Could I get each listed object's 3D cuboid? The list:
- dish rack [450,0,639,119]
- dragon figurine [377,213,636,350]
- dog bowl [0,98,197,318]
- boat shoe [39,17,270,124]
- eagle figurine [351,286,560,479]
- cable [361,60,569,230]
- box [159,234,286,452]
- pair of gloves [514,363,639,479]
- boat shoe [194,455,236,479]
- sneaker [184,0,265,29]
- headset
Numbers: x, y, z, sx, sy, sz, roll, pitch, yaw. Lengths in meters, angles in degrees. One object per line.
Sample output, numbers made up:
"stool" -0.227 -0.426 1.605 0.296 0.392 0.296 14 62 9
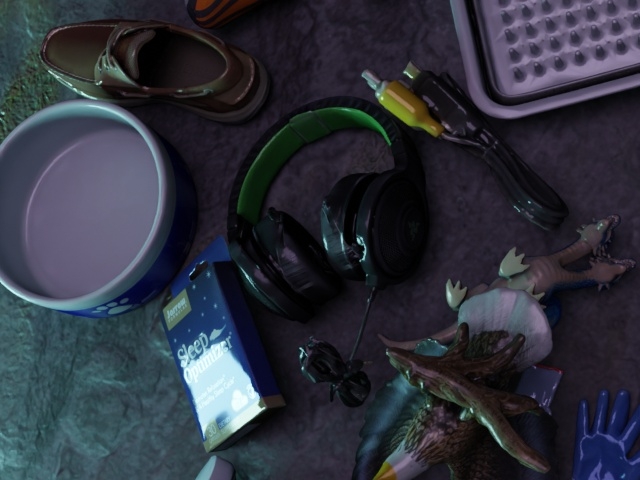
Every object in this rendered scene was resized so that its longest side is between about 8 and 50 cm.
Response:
"dish rack" 0.292 -0.309 1.488 0.285 0.072 0.333 -14 72 15
"dragon figurine" 0.212 0.069 1.414 0.289 0.144 0.085 -37 68 28
"dog bowl" -0.293 -0.038 1.608 0.264 0.104 0.265 -5 75 18
"boat shoe" -0.223 -0.234 1.625 0.324 0.116 0.123 10 80 21
"eagle figurine" 0.134 0.206 1.329 0.225 0.298 0.226 -8 57 1
"cable" 0.172 -0.105 1.456 0.287 0.139 0.072 49 114 19
"box" -0.125 0.121 1.512 0.136 0.036 0.225 -42 61 42
"pair of gloves" 0.259 0.221 1.394 0.198 0.023 0.159 20 84 22
"boat shoe" -0.137 0.399 1.450 0.102 0.108 0.301 21 79 -10
"sneaker" -0.012 -0.349 1.576 0.321 0.124 0.180 -43 66 5
"headset" 0.000 0.000 1.441 0.243 0.185 0.394 -24 56 21
